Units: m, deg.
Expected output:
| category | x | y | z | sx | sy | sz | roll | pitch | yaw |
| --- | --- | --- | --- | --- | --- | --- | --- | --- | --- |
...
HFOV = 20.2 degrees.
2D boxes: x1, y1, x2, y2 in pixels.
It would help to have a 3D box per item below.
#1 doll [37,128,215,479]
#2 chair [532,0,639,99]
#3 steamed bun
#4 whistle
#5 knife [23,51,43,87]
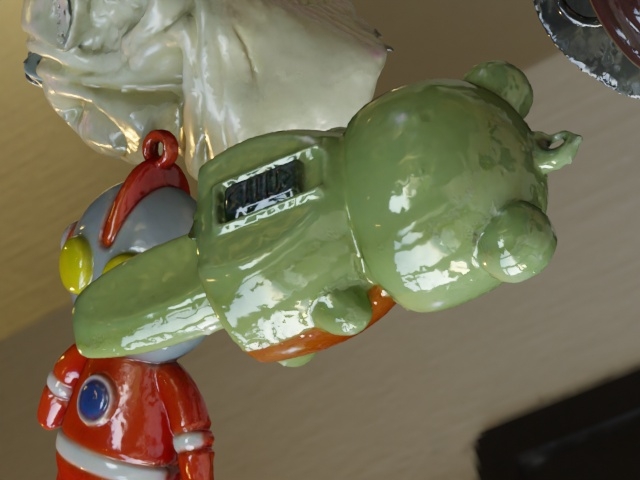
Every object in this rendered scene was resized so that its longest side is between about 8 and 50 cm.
| category | x | y | z | sx | sy | sz | roll | pitch | yaw |
| --- | --- | --- | --- | --- | --- | --- | --- | --- | --- |
| doll | -0.142 | 0.082 | 1.356 | 0.105 | 0.200 | 0.336 | 0 | -76 | -47 |
| chair | 0.272 | -0.199 | 1.221 | 0.226 | 0.227 | 0.401 | 61 | -177 | -5 |
| steamed bun | -0.109 | -0.158 | 1.470 | 0.275 | 0.206 | 0.320 | 14 | -155 | -36 |
| whistle | 0.000 | 0.000 | 0.910 | 0.106 | 0.288 | 0.131 | 46 | -149 | -43 |
| knife | -0.204 | -0.131 | 1.633 | 0.044 | 0.162 | 0.023 | -52 | -26 | -27 |
